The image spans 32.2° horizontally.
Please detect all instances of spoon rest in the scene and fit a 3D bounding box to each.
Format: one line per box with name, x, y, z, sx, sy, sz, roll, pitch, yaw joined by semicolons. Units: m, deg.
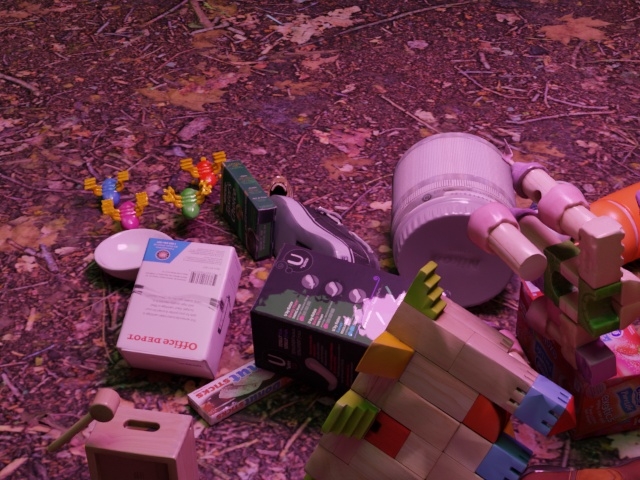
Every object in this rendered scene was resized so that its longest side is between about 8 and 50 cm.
spoon rest;-0.278;0.042;1.935;0.276;0.084;0.137;24;42;30

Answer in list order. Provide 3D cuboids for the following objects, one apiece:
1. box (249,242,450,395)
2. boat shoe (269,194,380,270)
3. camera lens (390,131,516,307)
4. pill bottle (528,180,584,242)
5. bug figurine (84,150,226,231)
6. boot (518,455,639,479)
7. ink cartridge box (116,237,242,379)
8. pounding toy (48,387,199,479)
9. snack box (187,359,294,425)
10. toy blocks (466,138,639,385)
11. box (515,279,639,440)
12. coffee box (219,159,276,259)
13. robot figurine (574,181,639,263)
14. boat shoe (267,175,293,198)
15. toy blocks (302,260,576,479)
box;0.045;0.136;1.682;0.270;0.165;0.143;17;54;12
boat shoe;0.001;-0.004;1.965;0.105;0.113;0.306;-2;16;-30
camera lens;0.232;-0.042;1.928;0.219;0.219;0.274;2;35;3
pill bottle;0.416;-0.030;2.017;0.094;0.094;0.169;15;38;21
bug figurine;-0.310;-0.089;2.123;0.279;0.072;0.216;-10;30;-2
boot;0.368;0.341;1.378;0.264;0.096;0.280;6;5;10
ink cartridge box;-0.223;0.108;1.775;0.148;0.086;0.203;7;62;11
pounding toy;-0.268;0.268;1.507;0.181;0.206;0.094;6;35;9
snack box;-0.115;0.225;1.725;0.178;0.022;0.064;-25;42;-31
toy blocks;0.344;0.028;1.567;0.309;0.288;0.260;-18;34;-14
box;0.405;0.170;1.708;0.128;0.123;0.257;-9;36;-9
coffee box;-0.136;-0.058;2.049;0.040;0.113;0.184;-10;37;-23
robot figurine;0.550;-0.028;1.987;0.219;0.128;0.158;-21;46;-28
boat shoe;-0.079;-0.092;2.154;0.050;0.045;0.135;-1;35;-1
toy blocks;0.161;0.251;1.451;0.261;0.381;0.191;34;22;12
